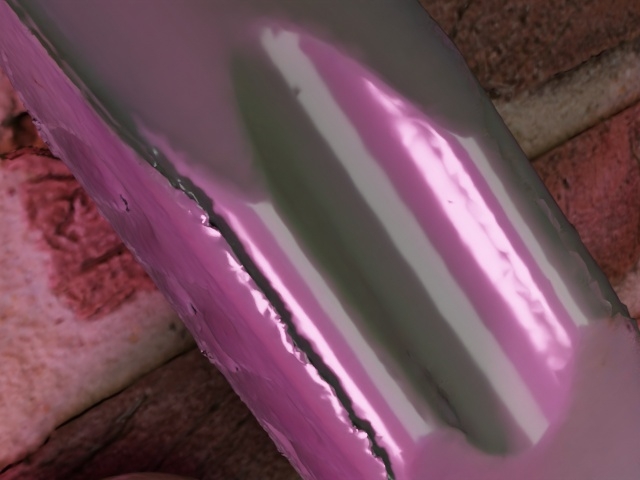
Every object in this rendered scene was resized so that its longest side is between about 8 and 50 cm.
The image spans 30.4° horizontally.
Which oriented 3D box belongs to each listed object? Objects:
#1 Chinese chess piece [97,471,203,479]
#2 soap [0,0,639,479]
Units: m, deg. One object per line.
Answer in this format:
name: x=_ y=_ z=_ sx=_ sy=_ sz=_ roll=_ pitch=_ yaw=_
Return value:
Chinese chess piece: x=-0.118 y=0.267 z=0.728 sx=0.250 sy=0.101 sz=0.250 roll=-20 pitch=117 yaw=-45
soap: x=0.000 y=0.000 z=0.612 sx=0.156 sy=0.261 sz=0.446 roll=-38 pitch=108 yaw=-13
